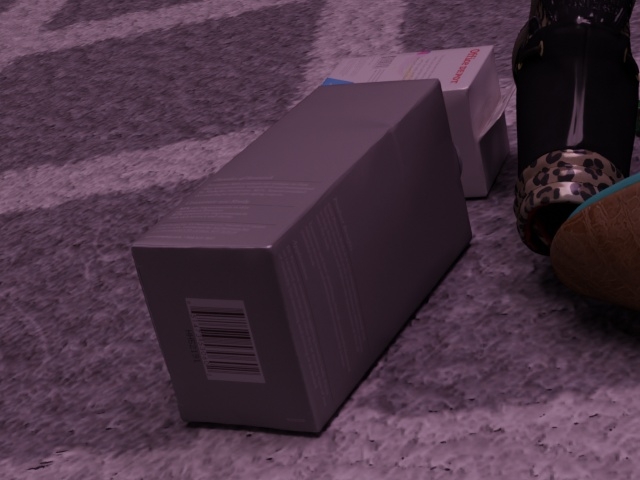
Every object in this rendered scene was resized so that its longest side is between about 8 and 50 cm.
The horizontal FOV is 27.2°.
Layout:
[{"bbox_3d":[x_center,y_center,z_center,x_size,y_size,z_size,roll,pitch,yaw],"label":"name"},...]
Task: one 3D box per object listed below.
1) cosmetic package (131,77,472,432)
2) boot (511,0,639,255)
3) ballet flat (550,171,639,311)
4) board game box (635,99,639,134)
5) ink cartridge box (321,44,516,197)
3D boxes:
[{"bbox_3d":[0.000,0.000,0.818,0.107,0.127,0.238,0,27,28],"label":"cosmetic package"},{"bbox_3d":[0.165,-0.063,0.881,0.085,0.236,0.178,5,70,9],"label":"boot"},{"bbox_3d":[0.293,0.002,0.688,0.343,0.116,0.124,-13,49,14],"label":"ballet flat"},{"bbox_3d":[0.345,-0.075,0.911,0.136,0.030,0.260,-24,26,-15],"label":"board game box"},{"bbox_3d":[0.078,-0.087,1.000,0.143,0.089,0.092,-2,28,23],"label":"ink cartridge box"}]
